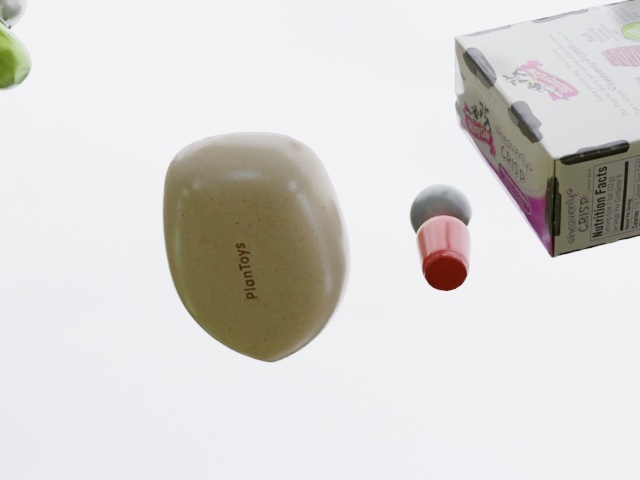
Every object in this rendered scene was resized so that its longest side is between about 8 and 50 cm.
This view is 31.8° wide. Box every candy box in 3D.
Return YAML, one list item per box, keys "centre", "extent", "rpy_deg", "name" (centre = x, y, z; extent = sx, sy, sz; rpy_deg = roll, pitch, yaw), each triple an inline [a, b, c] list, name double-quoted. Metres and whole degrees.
- centre: [0.215, -0.084, 0.674]
  extent: [0.233, 0.159, 0.071]
  rpy_deg: [-12, -53, -7]
  name: "candy box"

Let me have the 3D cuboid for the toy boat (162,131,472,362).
- centre: [0.000, 0.000, 1.164]
  extent: [0.318, 0.148, 0.267]
  rpy_deg: [-1, -58, 4]
  name: "toy boat"

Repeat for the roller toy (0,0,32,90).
- centre: [-0.274, -0.146, 0.609]
  extent: [0.209, 0.146, 0.191]
  rpy_deg: [37, -4, 45]
  name: "roller toy"
